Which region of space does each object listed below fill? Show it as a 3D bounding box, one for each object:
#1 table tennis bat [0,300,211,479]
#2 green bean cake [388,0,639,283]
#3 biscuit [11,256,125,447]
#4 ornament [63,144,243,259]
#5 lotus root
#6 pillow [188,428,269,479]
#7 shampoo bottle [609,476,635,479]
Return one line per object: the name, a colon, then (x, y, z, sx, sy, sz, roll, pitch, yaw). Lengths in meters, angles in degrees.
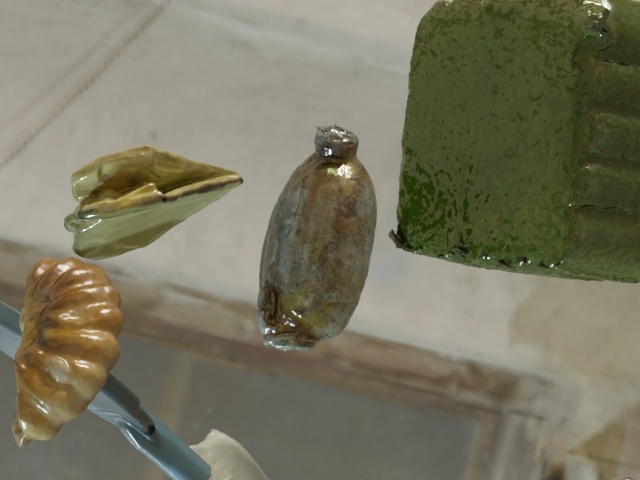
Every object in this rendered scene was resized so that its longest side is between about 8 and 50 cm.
table tennis bat: (-0.249, 0.161, 1.560, 0.044, 0.329, 0.215, -55, 19, -19)
green bean cake: (0.197, -0.093, 1.311, 0.247, 0.156, 0.250, 5, 89, 51)
biscuit: (-0.229, 0.081, 1.264, 0.118, 0.061, 0.183, -22, 47, 26)
ornament: (-0.163, -0.041, 1.451, 0.201, 0.180, 0.059, 130, 124, -71)
lotus root: (0.002, 0.001, 2.191, 0.175, 0.175, 0.350, 160, 125, -82)
pillow: (-0.096, 0.358, 1.883, 0.078, 0.254, 0.144, -35, -10, 17)
shampoo bottle: (0.428, 0.414, 2.239, 0.165, 0.080, 0.040, -26, 4, 45)
